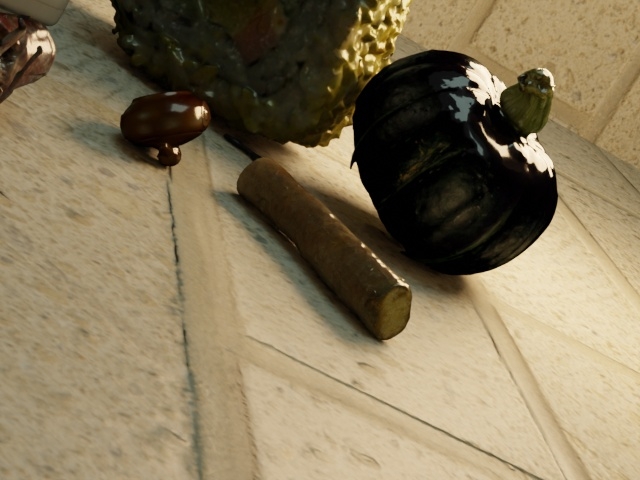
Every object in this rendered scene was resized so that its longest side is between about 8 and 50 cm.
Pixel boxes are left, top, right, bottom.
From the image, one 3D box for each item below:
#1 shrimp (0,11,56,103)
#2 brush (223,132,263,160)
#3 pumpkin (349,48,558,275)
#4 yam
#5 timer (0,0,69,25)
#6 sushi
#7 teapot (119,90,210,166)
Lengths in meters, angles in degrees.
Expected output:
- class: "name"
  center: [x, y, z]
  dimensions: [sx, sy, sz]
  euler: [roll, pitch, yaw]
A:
- class: "shrimp"
  center: [-0.340, -0.168, 1.465]
  dimensions: [0.145, 0.117, 0.343]
  euler: [19, 13, 9]
- class: "brush"
  center: [-0.088, -0.109, 1.986]
  dimensions: [0.083, 0.008, 0.024]
  euler: [36, 17, 16]
- class: "pumpkin"
  center: [0.189, -0.115, 1.985]
  dimensions: [0.295, 0.296, 0.296]
  euler: [29, 15, -9]
- class: "yam"
  center: [0.000, 0.000, 1.707]
  dimensions: [0.066, 0.066, 0.299]
  euler: [18, 19, -42]
- class: "timer"
  center: [-0.434, -0.339, 1.905]
  dimensions: [0.253, 0.078, 0.178]
  euler: [19, 18, -40]
- class: "sushi"
  center: [-0.075, -0.335, 2.065]
  dimensions: [0.396, 0.351, 0.240]
  euler: [32, 16, 17]
- class: "teapot"
  center: [-0.167, -0.120, 1.750]
  dimensions: [0.098, 0.078, 0.129]
  euler: [-9, 2, 1]
